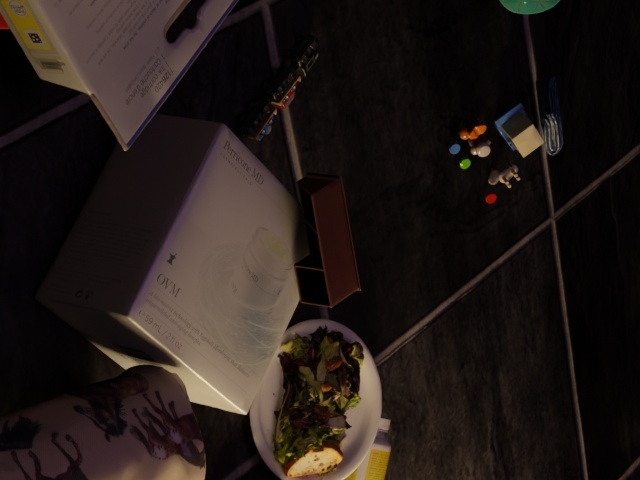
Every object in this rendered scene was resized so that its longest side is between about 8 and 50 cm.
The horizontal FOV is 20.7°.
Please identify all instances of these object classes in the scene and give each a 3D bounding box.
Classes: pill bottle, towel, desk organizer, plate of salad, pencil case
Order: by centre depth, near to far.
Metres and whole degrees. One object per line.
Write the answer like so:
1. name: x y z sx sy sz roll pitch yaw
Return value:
1. pencil case: -0.287 0.253 1.633 0.410 0.160 0.183 -20 131 -48
2. desk organizer: 0.000 0.000 1.814 0.050 0.047 0.130 -33 121 -44
3. plate of salad: 0.002 0.191 2.049 0.200 0.048 0.200 1 89 -38
4. pill bottle: 0.050 0.269 2.140 0.065 0.065 0.116 18 85 -52
5. towel: 0.308 -0.167 2.351 0.119 0.029 0.067 -85 164 -59

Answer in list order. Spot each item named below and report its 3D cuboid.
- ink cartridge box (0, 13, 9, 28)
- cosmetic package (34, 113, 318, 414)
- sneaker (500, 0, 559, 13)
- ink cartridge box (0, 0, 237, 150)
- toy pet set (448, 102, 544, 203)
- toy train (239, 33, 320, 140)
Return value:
1. ink cartridge box: -0.279 -0.308 1.584 0.134 0.078 0.231 -7 103 -52
2. cosmetic package: -0.134 0.023 1.797 0.224 0.138 0.224 45 62 -46
3. sneaker: 0.259 -0.351 2.163 0.295 0.124 0.178 -87 169 -56
4. ink cartridge box: -0.186 -0.295 1.595 0.303 0.072 0.307 -57 141 -32
5. toy pet set: 0.226 -0.131 2.297 0.114 0.065 0.122 -36 131 3
6. toy train: -0.045 -0.167 1.957 0.158 0.027 0.036 -56 147 -28
